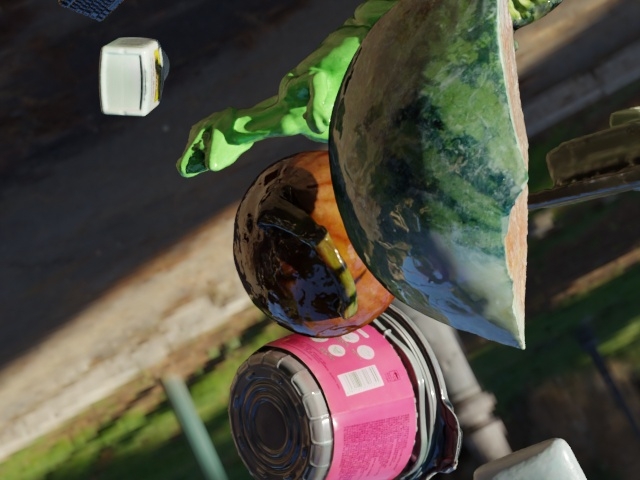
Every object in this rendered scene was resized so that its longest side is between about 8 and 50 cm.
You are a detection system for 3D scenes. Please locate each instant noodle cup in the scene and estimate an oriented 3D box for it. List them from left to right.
[{"bbox_3d":[0.005,0.207,1.783,0.181,0.258,0.302,-10,-166,-41],"label":"instant noodle cup"}]

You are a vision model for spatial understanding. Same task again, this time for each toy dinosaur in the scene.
[{"bbox_3d":[0.058,-0.256,1.843,0.374,0.144,0.500,-10,-144,32],"label":"toy dinosaur"}]

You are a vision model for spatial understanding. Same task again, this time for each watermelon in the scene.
[{"bbox_3d":[0.107,-0.059,1.207,0.176,0.260,0.256,16,144,-22],"label":"watermelon"}]

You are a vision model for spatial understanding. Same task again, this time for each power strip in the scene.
[{"bbox_3d":[0.338,-0.095,1.521,0.257,0.092,0.251,-14,-174,-37],"label":"power strip"}]

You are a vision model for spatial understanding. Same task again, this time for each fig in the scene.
[{"bbox_3d":[0.000,-0.001,1.462,0.205,0.205,0.205,-25,168,-6],"label":"fig"}]

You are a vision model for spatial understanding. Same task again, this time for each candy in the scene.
[{"bbox_3d":[0.296,0.351,1.915,0.138,0.174,0.071,-25,-170,23],"label":"candy"}]

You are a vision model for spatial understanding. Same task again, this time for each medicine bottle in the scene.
[{"bbox_3d":[-0.199,-0.179,1.567,0.055,0.074,0.118,2,-165,5],"label":"medicine bottle"}]

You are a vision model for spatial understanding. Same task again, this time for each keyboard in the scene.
[{"bbox_3d":[-0.243,-0.308,1.715,0.061,0.013,0.204,19,156,-27],"label":"keyboard"}]

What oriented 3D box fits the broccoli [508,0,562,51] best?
[{"bbox_3d":[0.129,-0.303,1.356,0.243,0.247,0.263,16,153,-28],"label":"broccoli"}]
